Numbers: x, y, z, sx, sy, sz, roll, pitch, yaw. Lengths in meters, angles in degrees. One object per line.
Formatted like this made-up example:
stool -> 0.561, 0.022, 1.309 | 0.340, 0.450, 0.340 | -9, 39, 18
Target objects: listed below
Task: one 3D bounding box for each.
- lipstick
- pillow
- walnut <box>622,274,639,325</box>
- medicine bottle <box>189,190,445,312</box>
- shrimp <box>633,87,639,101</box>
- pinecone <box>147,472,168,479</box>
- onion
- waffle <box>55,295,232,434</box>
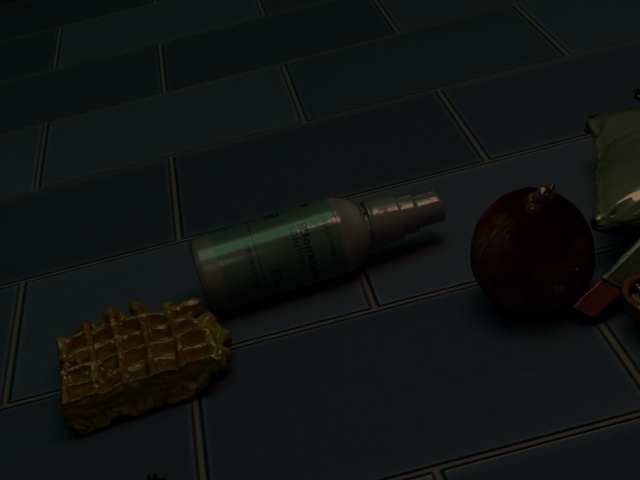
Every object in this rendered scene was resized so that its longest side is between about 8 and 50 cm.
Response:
lipstick -> 0.429, -0.014, 1.418 | 0.312, 0.051, 0.051 | -44, 70, -1
pillow -> 0.514, -0.099, 1.563 | 0.312, 0.119, 0.310 | -4, 29, 13
walnut -> 0.406, 0.084, 1.354 | 0.091, 0.052, 0.121 | -30, 39, -32
medicine bottle -> 0.000, 0.000, 1.613 | 0.351, 0.110, 0.110 | -17, 29, -6
shrimp -> 0.647, -0.225, 1.702 | 0.364, 0.071, 0.233 | -5, 7, -12
pinecone -> -0.149, 0.298, 1.133 | 0.140, 0.140, 0.121 | 16, 59, 42
onion -> 0.261, -0.003, 1.424 | 0.159, 0.195, 0.160 | -2, 49, 3
waffle -> -0.231, 0.141, 1.515 | 0.229, 0.057, 0.219 | -17, 29, -9
